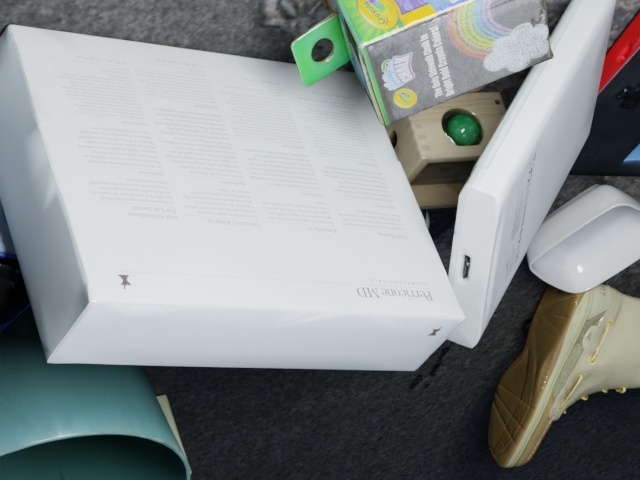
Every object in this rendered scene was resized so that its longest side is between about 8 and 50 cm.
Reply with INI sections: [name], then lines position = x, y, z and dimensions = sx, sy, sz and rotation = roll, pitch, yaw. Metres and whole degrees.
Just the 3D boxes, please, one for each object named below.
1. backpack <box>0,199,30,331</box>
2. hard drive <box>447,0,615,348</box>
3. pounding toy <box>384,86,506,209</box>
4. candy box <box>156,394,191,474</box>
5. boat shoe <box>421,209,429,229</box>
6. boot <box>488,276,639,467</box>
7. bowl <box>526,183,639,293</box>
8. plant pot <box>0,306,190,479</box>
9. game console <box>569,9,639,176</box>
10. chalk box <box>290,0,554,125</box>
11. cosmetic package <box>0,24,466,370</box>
[backpack]
position = -0.396, 0.020, 1.570
dimensions = 0.276, 0.213, 0.263
rotation = -44, 151, 20
[hard drive]
position = 0.194, -0.073, 1.740
dimensions = 0.040, 0.307, 0.203
rotation = 20, 139, 15
[pounding toy]
position = 0.126, -0.107, 1.832
dimensions = 0.130, 0.100, 0.141
rotation = -4, 155, -26
[candy box]
position = -0.256, 0.238, 2.081
dimensions = 0.206, 0.105, 0.027
rotation = -9, 146, -20
[boat shoe]
position = 0.000, 0.000, 1.905
dimensions = 0.233, 0.084, 0.079
rotation = -16, 148, -5
[boot]
position = 0.330, 0.173, 2.275
dimensions = 0.203, 0.095, 0.262
rotation = 12, 109, -27
[bowl]
position = 0.304, -0.007, 2.114
dimensions = 0.142, 0.053, 0.142
rotation = -37, 146, 20
[plant pot]
position = -0.302, 0.171, 1.828
dimensions = 0.293, 0.235, 0.293
rotation = -17, 148, -11
[game console]
position = 0.450, -0.171, 1.954
dimensions = 0.387, 0.060, 0.342
rotation = 1, 141, -32
[chalk box]
position = 0.074, -0.199, 1.609
dimensions = 0.213, 0.132, 0.132
rotation = -21, 149, 0
[cosmetic package]
position = -0.087, -0.030, 1.615
dimensions = 0.377, 0.284, 0.097
rotation = 5, 139, -36
